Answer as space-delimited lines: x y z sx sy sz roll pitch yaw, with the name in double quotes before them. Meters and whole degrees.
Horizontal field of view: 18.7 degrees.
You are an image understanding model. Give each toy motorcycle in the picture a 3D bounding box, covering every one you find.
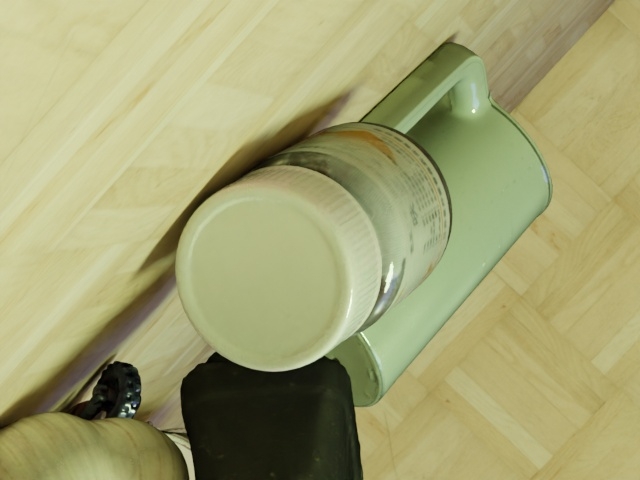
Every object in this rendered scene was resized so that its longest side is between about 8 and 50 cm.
"toy motorcycle" -0.200 0.220 1.766 0.118 0.084 0.212 -31 -129 45

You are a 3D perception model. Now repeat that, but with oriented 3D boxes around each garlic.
"garlic" -0.228 0.238 1.612 0.245 0.245 0.253 -46 -145 -9

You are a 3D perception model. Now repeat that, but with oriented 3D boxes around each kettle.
"kettle" 0.068 -0.023 2.031 0.318 0.265 0.205 -44 -154 -26

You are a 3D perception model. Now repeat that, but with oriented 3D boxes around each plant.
"plant" -0.038 0.177 1.584 0.256 0.142 0.164 -96 178 -53

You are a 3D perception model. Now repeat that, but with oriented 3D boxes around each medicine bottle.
"medicine bottle" 0.000 0.000 1.591 0.165 0.165 0.273 -48 175 21

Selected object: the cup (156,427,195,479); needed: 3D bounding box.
"cup" -0.191 0.338 2.355 0.253 0.253 0.274 -46 168 -4
